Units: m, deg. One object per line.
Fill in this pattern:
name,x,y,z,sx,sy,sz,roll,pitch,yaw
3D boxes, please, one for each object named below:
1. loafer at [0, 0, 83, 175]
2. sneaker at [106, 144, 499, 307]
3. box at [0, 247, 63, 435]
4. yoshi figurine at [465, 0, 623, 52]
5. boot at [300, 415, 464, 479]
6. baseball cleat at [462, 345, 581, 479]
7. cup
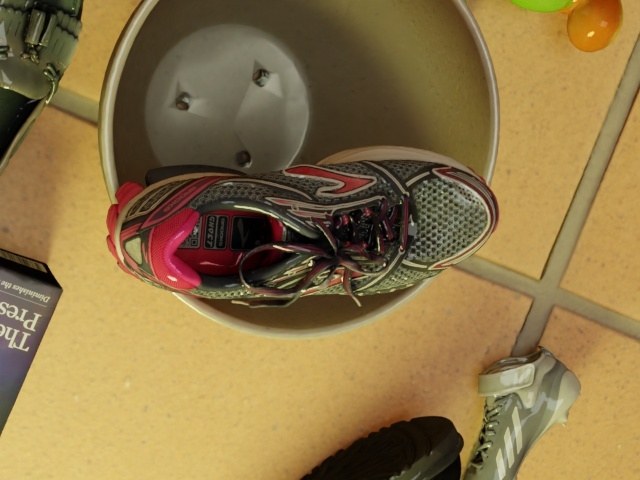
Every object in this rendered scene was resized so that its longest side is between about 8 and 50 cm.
loafer,-0.259,-0.120,0.955,0.096,0.084,0.267,16,116,-39
sneaker,0.000,0.000,0.855,0.299,0.112,0.120,-7,103,-21
box,-0.379,0.069,0.981,0.261,0.103,0.184,22,94,-24
yoshi figurine,0.155,-0.273,1.083,0.362,0.203,0.203,15,101,-21
boot,0.052,0.366,1.192,0.348,0.131,0.260,-37,105,0
baseball cleat,0.191,0.204,1.264,0.109,0.072,0.206,44,78,-9
cup,-0.046,-0.103,1.006,0.331,0.237,0.331,-4,102,-21
